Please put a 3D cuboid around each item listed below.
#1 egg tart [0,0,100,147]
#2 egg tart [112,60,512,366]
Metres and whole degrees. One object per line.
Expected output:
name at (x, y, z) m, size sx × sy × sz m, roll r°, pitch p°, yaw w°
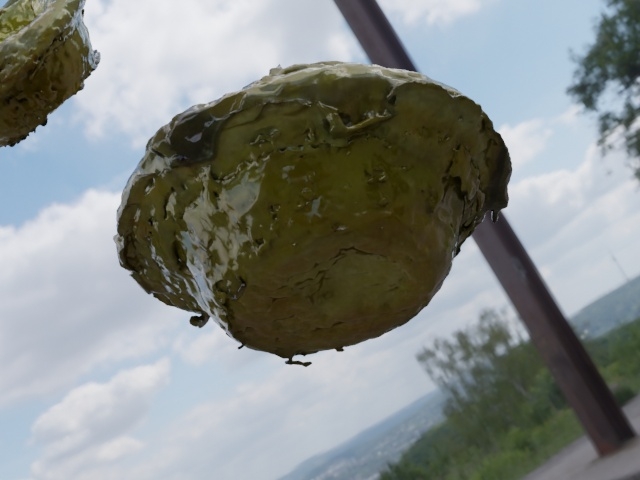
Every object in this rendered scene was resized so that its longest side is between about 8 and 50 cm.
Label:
egg tart at (-0.239, -0.129, 0.700) m, size 0.191 × 0.074 × 0.191 m, roll -26°, pitch 31°, yaw 17°
egg tart at (0.000, 0.000, 0.648) m, size 0.294 × 0.116 × 0.295 m, roll -8°, pitch -37°, yaw -6°
